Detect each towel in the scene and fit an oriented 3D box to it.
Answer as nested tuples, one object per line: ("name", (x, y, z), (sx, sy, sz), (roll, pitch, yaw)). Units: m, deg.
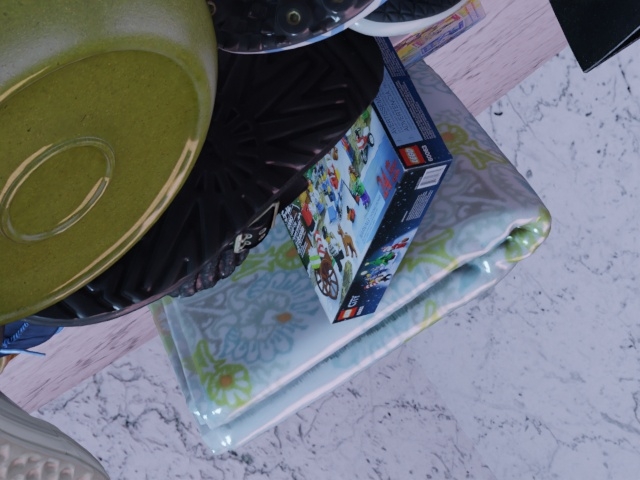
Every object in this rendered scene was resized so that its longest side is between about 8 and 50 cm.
("towel", (0.000, 0.000, 1.430), (0.374, 0.090, 0.320), (-34, -139, 3))

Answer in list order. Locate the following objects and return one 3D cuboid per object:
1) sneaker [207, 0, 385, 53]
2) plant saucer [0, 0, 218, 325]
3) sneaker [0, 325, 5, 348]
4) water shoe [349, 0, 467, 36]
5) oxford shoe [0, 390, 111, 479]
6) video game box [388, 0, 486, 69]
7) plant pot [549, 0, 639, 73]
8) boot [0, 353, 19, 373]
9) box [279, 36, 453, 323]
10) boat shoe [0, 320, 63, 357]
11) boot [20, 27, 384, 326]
("sneaker", (0.035, -0.173, 0.810), (0.237, 0.085, 0.086), (-33, 175, 4))
("plant saucer", (-0.138, -0.034, 0.737), (0.241, 0.037, 0.241), (-35, 154, -19))
("sneaker", (-0.358, 0.137, 0.743), (0.447, 0.169, 0.257), (-44, 167, -7))
("water shoe", (0.082, -0.194, 1.093), (0.203, 0.073, 0.080), (-32, 179, -28))
("oxford shoe", (-0.225, 0.074, 0.639), (0.169, 0.130, 0.449), (-55, 153, -13))
("video game box", (0.057, -0.177, 1.352), (0.187, 0.048, 0.205), (-31, 178, 8))
("plant pot", (0.209, -0.235, 0.902), (0.188, 0.167, 0.187), (-34, 177, -9))
("boot", (-0.300, 0.082, 1.453), (0.152, 0.073, 0.197), (-31, -172, -34))
("box", (0.023, -0.058, 1.212), (0.044, 0.159, 0.233), (-15, 153, -23))
("boat shoe", (-0.268, 0.066, 1.180), (0.089, 0.109, 0.258), (-28, 172, -32))
("boot", (-0.120, -0.022, 1.095), (0.348, 0.131, 0.260), (-33, 177, -30))
